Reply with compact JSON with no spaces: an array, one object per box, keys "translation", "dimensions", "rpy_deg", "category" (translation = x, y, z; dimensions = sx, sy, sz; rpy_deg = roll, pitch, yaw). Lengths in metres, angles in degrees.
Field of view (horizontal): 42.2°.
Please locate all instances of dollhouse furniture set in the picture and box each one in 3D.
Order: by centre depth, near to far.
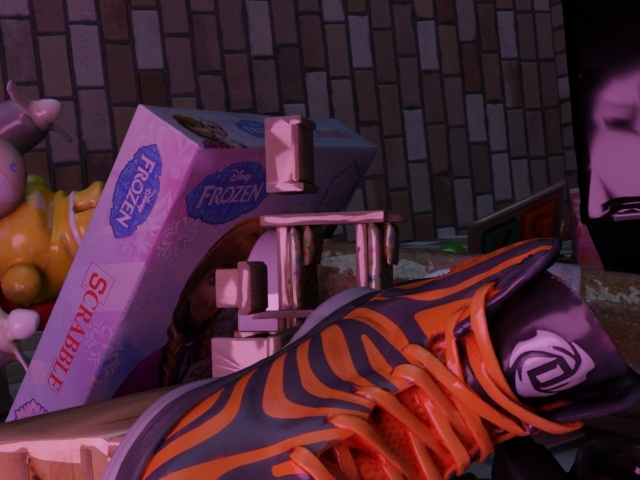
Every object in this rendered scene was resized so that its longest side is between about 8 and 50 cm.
[{"translation":[0.000,0.000,0.555],"dimensions":[0.101,0.182,0.161],"rpy_deg":[-2,0,15],"category":"dollhouse furniture set"}]

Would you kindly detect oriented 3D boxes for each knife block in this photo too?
[{"translation":[-0.072,0.142,0.562],"dimensions":[0.275,0.088,0.242],"rpy_deg":[-5,1,7],"category":"knife block"}]

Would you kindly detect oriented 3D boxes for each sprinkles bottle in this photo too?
[{"translation":[0.116,0.067,0.681],"dimensions":[0.355,0.121,0.121],"rpy_deg":[6,6,14],"category":"sprinkles bottle"}]

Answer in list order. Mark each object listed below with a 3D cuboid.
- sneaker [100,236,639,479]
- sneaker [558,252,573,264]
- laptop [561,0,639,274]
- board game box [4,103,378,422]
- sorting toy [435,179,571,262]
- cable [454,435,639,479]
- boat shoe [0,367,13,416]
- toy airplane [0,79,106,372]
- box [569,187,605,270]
[{"translation":[0.037,0.078,0.375],"dimensions":[0.180,0.124,0.321],"rpy_deg":[-26,11,35],"category":"sneaker"},{"translation":[0.424,0.057,1.477],"dimensions":[0.185,0.070,0.084],"rpy_deg":[-1,-9,-31],"category":"sneaker"},{"translation":[0.440,-0.090,0.724],"dimensions":[0.382,0.408,0.236],"rpy_deg":[-5,0,29],"category":"laptop"},{"translation":[-0.104,0.036,0.763],"dimensions":[0.066,0.318,0.318],"rpy_deg":[35,21,20],"category":"board game box"},{"translation":[0.314,0.015,1.297],"dimensions":[0.347,0.196,0.047],"rpy_deg":[-24,46,-18],"category":"sorting toy"},{"translation":[0.125,0.161,0.367],"dimensions":[0.139,0.072,0.287],"rpy_deg":[6,14,-5],"category":"cable"},{"translation":[-0.420,0.152,0.973],"dimensions":[0.109,0.098,0.302],"rpy_deg":[-7,3,-18],"category":"boat shoe"},{"translation":[-0.345,0.006,0.835],"dimensions":[0.386,0.272,0.384],"rpy_deg":[29,50,25],"category":"toy airplane"},{"translation":[0.519,0.000,1.194],"dimensions":[0.300,0.142,0.154],"rpy_deg":[-5,23,14],"category":"box"}]
